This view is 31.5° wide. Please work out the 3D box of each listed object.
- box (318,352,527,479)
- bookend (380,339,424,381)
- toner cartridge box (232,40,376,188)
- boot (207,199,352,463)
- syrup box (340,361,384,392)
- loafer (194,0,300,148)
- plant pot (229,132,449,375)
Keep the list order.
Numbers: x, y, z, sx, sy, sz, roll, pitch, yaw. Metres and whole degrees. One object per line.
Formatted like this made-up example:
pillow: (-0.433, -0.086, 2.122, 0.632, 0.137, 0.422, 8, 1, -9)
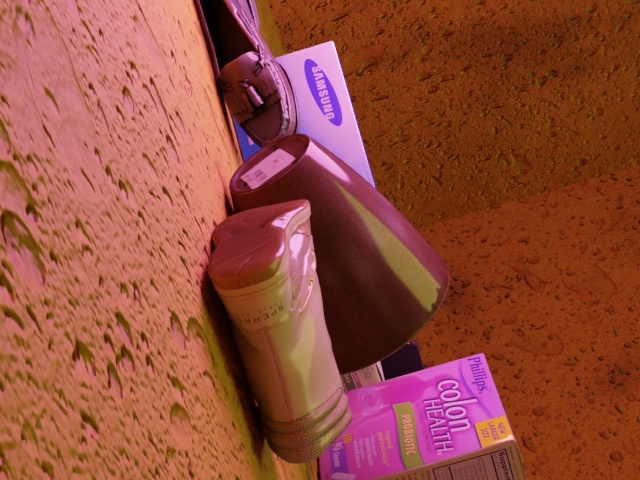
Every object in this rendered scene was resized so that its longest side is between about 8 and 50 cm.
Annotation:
box: (0.124, 0.273, 1.446, 0.213, 0.243, 0.117, -96, 169, -67)
bookend: (0.090, 0.201, 1.890, 0.156, 0.157, 0.072, -80, 154, -80)
toner cartridge box: (-0.011, -0.081, 1.542, 0.075, 0.165, 0.348, 59, 15, -76)
boot: (-0.032, 0.077, 1.092, 0.262, 0.095, 0.203, -87, 160, -74)
syrup box: (0.030, 0.139, 1.728, 0.237, 0.096, 0.093, -101, 172, -49)
loafer: (-0.110, -0.238, 1.479, 0.084, 0.096, 0.267, 17, 48, -62)
plant pot: (0.000, 0.000, 1.301, 0.230, 0.215, 0.215, 56, 12, -26)
